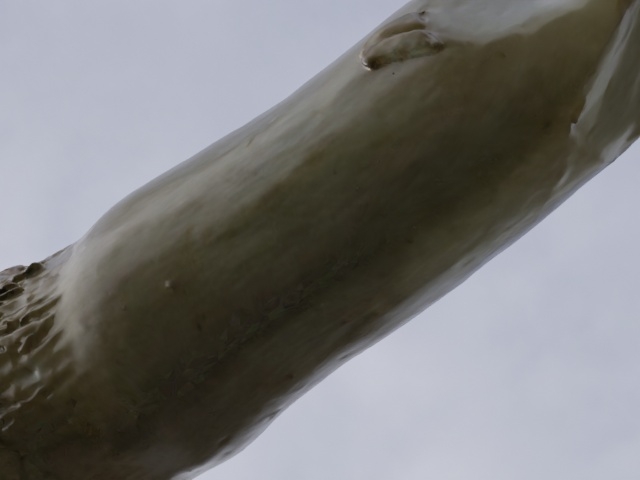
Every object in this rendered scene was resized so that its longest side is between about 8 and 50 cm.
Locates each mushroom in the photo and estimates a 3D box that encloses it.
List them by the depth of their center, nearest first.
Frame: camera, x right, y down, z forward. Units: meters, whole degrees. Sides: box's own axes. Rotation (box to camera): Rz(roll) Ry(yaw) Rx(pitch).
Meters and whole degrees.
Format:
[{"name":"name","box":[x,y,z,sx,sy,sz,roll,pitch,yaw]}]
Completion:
[{"name":"mushroom","box":[0.000,0.000,0.447,0.209,0.071,0.084,-35,-67,17]}]
